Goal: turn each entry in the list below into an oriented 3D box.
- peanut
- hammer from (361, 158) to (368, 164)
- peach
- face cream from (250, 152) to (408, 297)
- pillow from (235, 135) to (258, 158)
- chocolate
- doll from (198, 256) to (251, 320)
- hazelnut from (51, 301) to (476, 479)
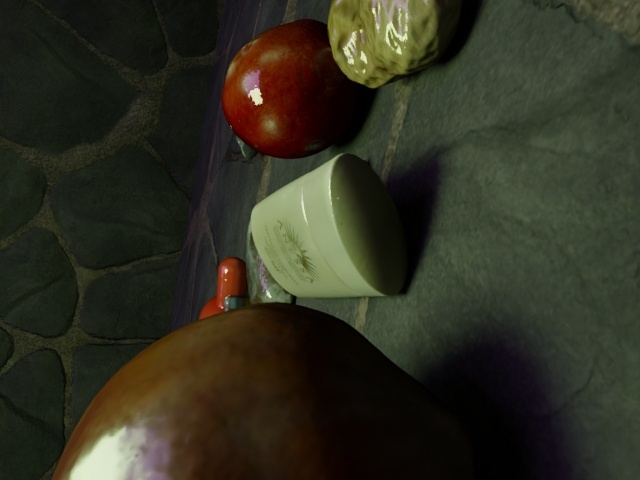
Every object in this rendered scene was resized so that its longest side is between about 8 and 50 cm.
[{"bbox_3d":[0.087,-0.286,0.688,0.233,0.110,0.196,175,100,-70],"label":"peanut"},{"bbox_3d":[0.020,-0.076,0.890,0.246,0.029,0.103,-160,81,-72],"label":"hammer"},{"bbox_3d":[-0.037,-0.238,0.887,0.243,0.199,0.243,-33,25,18],"label":"peach"},{"bbox_3d":[0.000,0.000,0.757,0.173,0.081,0.348,62,159,-6],"label":"face cream"},{"bbox_3d":[-0.139,-0.321,1.365,0.335,0.093,0.161,141,131,-61],"label":"pillow"},{"bbox_3d":[-0.104,0.028,1.098,0.157,0.080,0.253,140,137,-61],"label":"chocolate"},{"bbox_3d":[-0.188,0.172,1.177,0.161,0.130,0.290,-106,23,-82],"label":"doll"},{"bbox_3d":[-0.047,0.240,0.477,0.366,0.366,0.365,-169,90,-71],"label":"hazelnut"}]
